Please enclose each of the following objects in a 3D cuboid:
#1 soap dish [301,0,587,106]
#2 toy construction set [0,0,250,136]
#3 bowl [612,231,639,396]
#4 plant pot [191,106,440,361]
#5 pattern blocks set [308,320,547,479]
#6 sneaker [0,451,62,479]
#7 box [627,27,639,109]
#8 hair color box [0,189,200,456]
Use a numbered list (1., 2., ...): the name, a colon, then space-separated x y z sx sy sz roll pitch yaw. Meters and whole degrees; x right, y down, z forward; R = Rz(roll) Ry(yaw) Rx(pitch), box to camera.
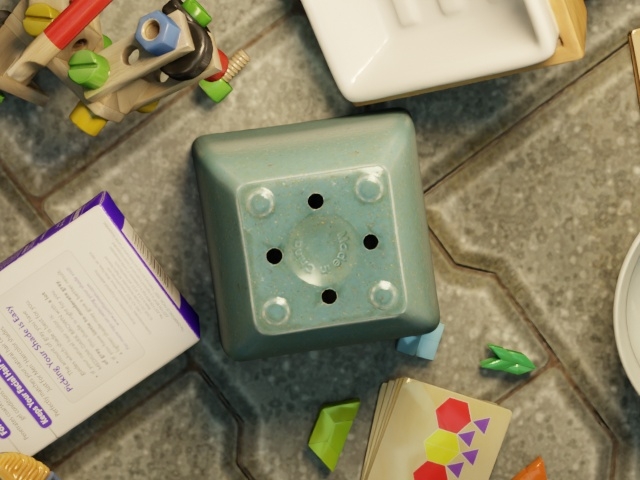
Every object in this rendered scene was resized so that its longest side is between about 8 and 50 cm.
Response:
1. soap dish: 0.113 -0.269 1.318 0.118 0.291 0.229 -40 113 -42
2. toy construction set: -0.253 -0.186 1.301 0.237 0.309 0.257 -43 92 8
3. bowl: 0.451 0.065 1.463 0.297 0.134 0.298 -1 99 -3
4. plant pot: 0.000 0.000 1.347 0.247 0.252 0.248 -8 95 -2
5. pattern blocks set: 0.125 0.256 1.524 0.285 0.026 0.325 26 96 -8
6. sneaker: -0.305 0.348 1.427 0.112 0.131 0.296 -48 122 -37
7. box: 0.455 -0.175 1.482 0.201 0.021 0.164 -13 100 -3
8. hair color box: -0.318 0.119 1.430 0.339 0.110 0.185 -35 102 0
